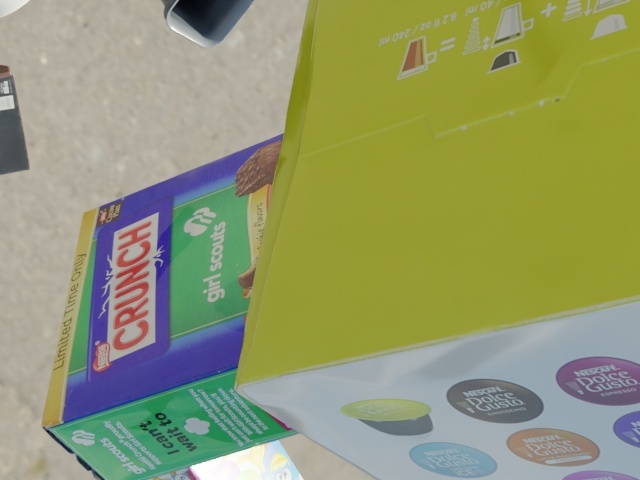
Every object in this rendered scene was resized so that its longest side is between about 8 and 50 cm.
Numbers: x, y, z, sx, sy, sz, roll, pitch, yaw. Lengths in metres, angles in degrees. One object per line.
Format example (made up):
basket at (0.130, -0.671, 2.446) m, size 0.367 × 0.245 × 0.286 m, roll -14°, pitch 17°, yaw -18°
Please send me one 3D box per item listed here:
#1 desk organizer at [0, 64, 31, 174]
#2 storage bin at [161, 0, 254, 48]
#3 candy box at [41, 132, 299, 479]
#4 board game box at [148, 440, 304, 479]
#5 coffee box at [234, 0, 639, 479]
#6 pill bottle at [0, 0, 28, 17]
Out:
desk organizer at (-0.359, -0.140, 1.667) m, size 0.047 × 0.050 × 0.130 m, roll -12°, pitch 132°, yaw -12°
storage bin at (-0.126, -0.293, 1.607) m, size 0.098 × 0.091 × 0.135 m, roll 24°, pitch 110°, yaw -45°
candy box at (-0.067, 0.047, 1.309) m, size 0.317 × 0.268 × 0.122 m, roll -21°, pitch 131°, yaw 20°
board game box at (-0.099, 0.325, 1.700) m, size 0.142 × 0.275 × 0.144 m, roll -15°, pitch -155°, yaw 36°
coffee box at (0.199, -0.018, 0.895) m, size 0.338 × 0.338 × 0.334 m, roll -15°, pitch 141°, yaw 36°
pill bottle at (-0.303, -0.281, 1.195) m, size 0.117 × 0.117 × 0.215 m, roll -37°, pitch 137°, yaw -13°
